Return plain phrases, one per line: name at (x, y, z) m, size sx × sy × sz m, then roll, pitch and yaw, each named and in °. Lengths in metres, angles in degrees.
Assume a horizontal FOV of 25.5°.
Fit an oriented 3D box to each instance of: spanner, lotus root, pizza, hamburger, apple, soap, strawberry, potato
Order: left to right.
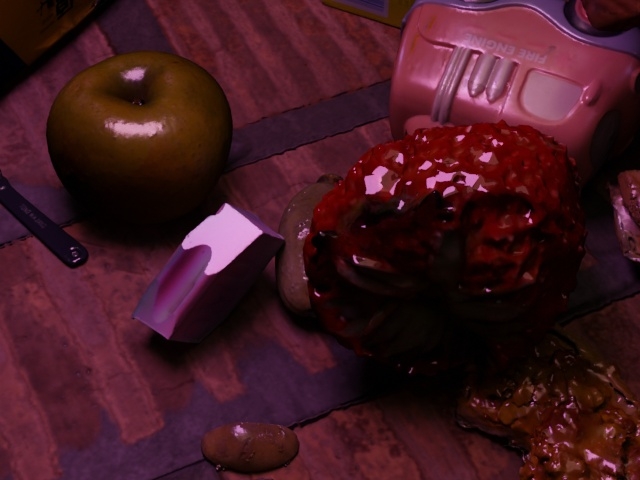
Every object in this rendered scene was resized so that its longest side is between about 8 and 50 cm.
spanner at (-0.323, -0.034, 1.511) m, size 0.208 × 0.012 × 0.046 m, roll 38°, pitch 59°, yaw 25°
apple at (-0.186, -0.105, 1.481) m, size 0.196 × 0.157 × 0.196 m, roll 1°, pitch 49°, yaw -2°
soap at (-0.112, 0.037, 1.391) m, size 0.056 × 0.100 × 0.149 m, roll 40°, pitch 96°, yaw 21°
potato at (-0.065, 0.191, 1.318) m, size 0.093 × 0.036 × 0.037 m, roll -1°, pitch 47°, yaw -5°
lotus root at (0.000, -0.001, 1.454) m, size 0.090 × 0.077 × 0.183 m, roll 6°, pitch 52°, yaw 2°
strawberry at (0.124, -0.009, 1.329) m, size 0.261 × 0.261 × 0.257 m, roll 8°, pitch 45°, yaw 4°
pizza at (0.227, 0.173, 1.317) m, size 0.161 × 0.085 × 0.305 m, roll -17°, pitch 52°, yaw -15°
hamburger at (0.373, 0.002, 1.473) m, size 0.176 × 0.087 × 0.102 m, roll 19°, pitch 63°, yaw 5°

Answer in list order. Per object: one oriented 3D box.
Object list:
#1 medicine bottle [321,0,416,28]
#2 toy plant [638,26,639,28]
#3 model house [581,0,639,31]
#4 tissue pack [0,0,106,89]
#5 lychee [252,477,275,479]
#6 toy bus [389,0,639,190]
medicine bottle at (0.136, -0.340, 1.708) m, size 0.250 × 0.141 × 0.137 m, roll 21°, pitch 49°, yaw 14°
toy plant at (0.439, -0.253, 1.602) m, size 0.332 × 0.247 × 0.247 m, roll 24°, pitch 53°, yaw 21°
model house at (0.380, -0.304, 1.400) m, size 0.295 × 0.252 × 0.329 m, roll 32°, pitch 81°, yaw -4°
tissue pack at (-0.402, -0.353, 1.611) m, size 0.253 × 0.264 × 0.416 m, roll 26°, pitch 53°, yaw 21°
lychee at (-0.048, 0.249, 1.256) m, size 0.067 × 0.068 × 0.083 m, roll 25°, pitch 35°, yaw -38°
toy bus at (0.206, -0.155, 1.528) m, size 0.288 × 0.194 × 0.232 m, roll 21°, pitch 60°, yaw 14°
